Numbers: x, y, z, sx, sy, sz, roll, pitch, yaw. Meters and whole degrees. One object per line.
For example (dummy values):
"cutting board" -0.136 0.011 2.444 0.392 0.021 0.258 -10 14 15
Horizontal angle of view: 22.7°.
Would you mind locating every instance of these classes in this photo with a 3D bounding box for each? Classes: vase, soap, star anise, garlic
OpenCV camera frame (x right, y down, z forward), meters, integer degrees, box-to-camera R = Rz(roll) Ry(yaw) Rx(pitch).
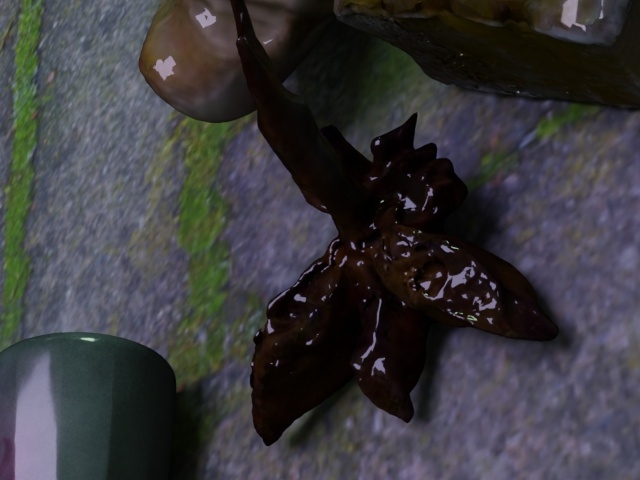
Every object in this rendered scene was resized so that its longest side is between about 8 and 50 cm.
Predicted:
"vase" -0.106 0.151 0.679 0.086 0.086 0.214 -29 50 39
"soap" 0.119 -0.183 0.613 0.160 0.080 0.257 17 80 54
"star anise" -0.002 -0.008 0.601 0.158 0.144 0.140 -16 63 46
"garlic" -0.003 -0.185 0.722 0.228 0.110 0.217 -89 16 -46
